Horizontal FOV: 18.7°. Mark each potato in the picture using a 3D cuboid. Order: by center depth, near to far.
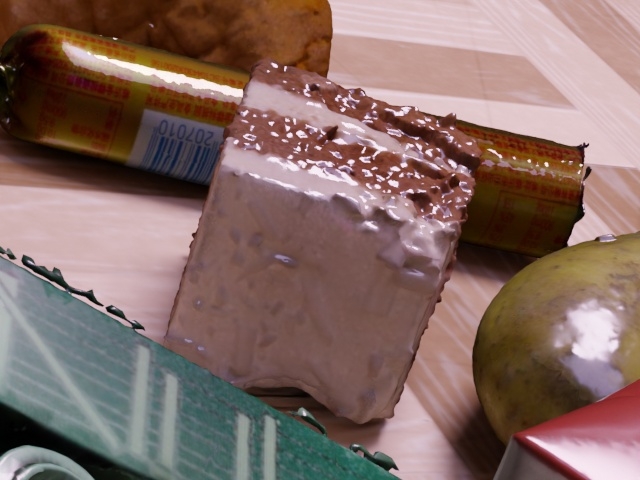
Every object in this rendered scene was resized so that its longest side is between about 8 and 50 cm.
[{"bbox_3d":[0.166,0.062,1.007,0.149,0.113,0.251,40,40,19],"label":"potato"}]

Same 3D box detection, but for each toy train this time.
[{"bbox_3d":[-0.066,0.112,0.670,0.269,0.115,0.154,32,36,-27],"label":"toy train"}]

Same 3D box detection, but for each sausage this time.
[{"bbox_3d":[-0.024,-0.056,1.131,0.372,0.082,0.082,12,28,-14],"label":"sausage"}]

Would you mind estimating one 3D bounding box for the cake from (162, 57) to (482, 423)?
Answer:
[{"bbox_3d":[0.000,0.000,0.976,0.135,0.134,0.147,19,20,0],"label":"cake"}]

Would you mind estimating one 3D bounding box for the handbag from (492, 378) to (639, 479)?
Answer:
[{"bbox_3d":[0.186,0.192,0.711,0.298,0.171,0.151,35,29,29],"label":"handbag"}]

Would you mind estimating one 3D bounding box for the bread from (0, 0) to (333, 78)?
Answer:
[{"bbox_3d":[-0.093,-0.156,1.209,0.229,0.139,0.143,19,19,-5],"label":"bread"}]
